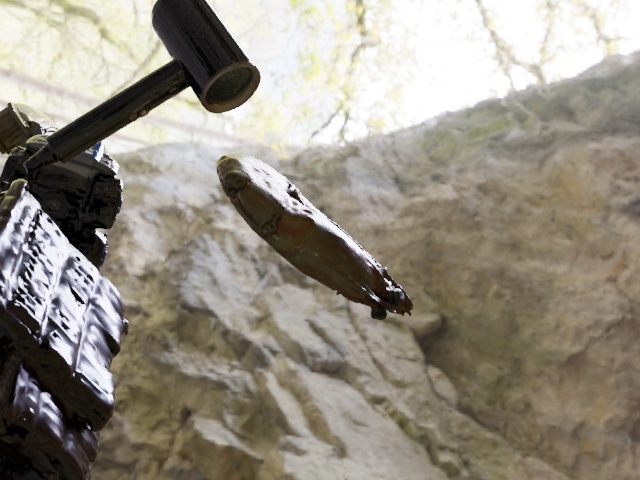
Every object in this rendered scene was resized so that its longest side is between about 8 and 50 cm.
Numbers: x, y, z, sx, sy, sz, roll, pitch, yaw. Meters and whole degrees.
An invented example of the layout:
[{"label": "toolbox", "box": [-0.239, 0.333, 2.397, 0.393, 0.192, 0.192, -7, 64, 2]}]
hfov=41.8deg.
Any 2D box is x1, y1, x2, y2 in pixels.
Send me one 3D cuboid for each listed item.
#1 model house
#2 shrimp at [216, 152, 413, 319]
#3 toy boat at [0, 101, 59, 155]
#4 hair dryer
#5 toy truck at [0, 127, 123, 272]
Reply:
[{"label": "model house", "box": [-0.343, 0.120, 0.810, 0.317, 0.297, 0.282, -90, -167, -52]}, {"label": "shrimp", "box": [0.001, -0.001, 0.935, 0.062, 0.294, 0.154, -41, -156, 16]}, {"label": "toy boat", "box": [-0.492, -0.166, 1.456, 0.089, 0.121, 0.321, -36, -175, -4]}, {"label": "hair dryer", "box": [-0.200, -0.153, 0.857, 0.128, 0.255, 0.070, 58, -4, 22]}, {"label": "toy truck", "box": [-0.361, -0.059, 1.181, 0.177, 0.161, 0.213, -88, -160, -56]}]
